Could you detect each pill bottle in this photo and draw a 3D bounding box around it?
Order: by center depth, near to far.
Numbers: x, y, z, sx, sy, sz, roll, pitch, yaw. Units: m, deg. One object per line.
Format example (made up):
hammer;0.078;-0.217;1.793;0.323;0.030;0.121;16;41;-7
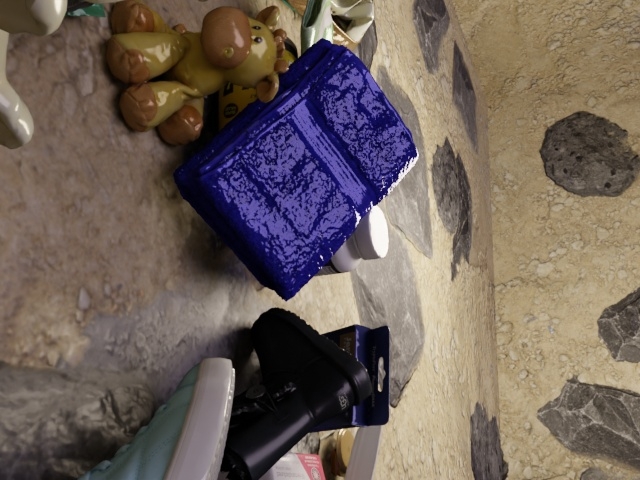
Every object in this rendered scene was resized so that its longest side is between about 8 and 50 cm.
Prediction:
pill bottle;-0.089;-0.188;0.919;0.119;0.119;0.209;25;59;-61
pill bottle;0.000;0.000;0.963;0.108;0.193;0.108;34;52;-58

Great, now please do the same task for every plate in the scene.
plate;0.050;0.438;1.008;0.278;0.045;0.277;-64;162;-58

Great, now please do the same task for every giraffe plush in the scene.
giraffe plush;-0.131;-0.221;0.777;0.210;0.170;0.182;-26;105;-64

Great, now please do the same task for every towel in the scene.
towel;-0.014;-0.101;0.834;0.228;0.076;0.308;49;67;-14
towel;-0.002;-0.283;1.076;0.325;0.038;0.248;93;6;-50

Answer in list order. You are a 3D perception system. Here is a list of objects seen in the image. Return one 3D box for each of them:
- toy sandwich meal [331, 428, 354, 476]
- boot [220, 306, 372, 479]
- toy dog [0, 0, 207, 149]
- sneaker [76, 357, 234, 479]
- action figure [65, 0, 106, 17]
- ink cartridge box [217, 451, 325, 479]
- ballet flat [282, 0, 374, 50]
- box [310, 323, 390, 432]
toy sandwich meal;0.038;0.378;1.127;0.085;0.029;0.086;42;42;-54
boot;-0.084;0.190;0.813;0.207;0.246;0.094;-27;119;-28
toy dog;-0.215;-0.335;0.479;0.395;0.284;0.408;37;63;-7
sneaker;-0.180;0.234;0.553;0.366;0.150;0.135;-73;179;-54
action figure;-0.288;-0.345;0.618;0.137;0.063;0.232;-24;101;-61
ink cartridge box;-0.042;0.389;0.799;0.158;0.092;0.218;37;32;-57
ballet flat;0.035;-0.472;1.274;0.342;0.124;0.116;20;65;-63
box;0.010;0.200;0.898;0.036;0.225;0.137;21;60;-34
